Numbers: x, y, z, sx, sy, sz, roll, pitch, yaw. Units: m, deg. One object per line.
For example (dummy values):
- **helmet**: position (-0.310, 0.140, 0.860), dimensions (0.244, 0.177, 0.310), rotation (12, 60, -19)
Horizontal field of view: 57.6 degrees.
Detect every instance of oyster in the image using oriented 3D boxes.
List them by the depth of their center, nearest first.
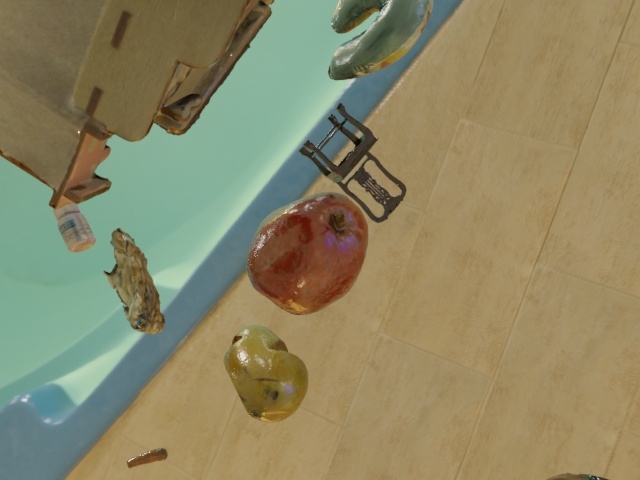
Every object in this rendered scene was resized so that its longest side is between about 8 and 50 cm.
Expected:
- **oyster**: position (-0.405, 0.088, 1.273), dimensions (0.083, 0.223, 0.214), rotation (-20, 71, -31)

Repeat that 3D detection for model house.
- **model house**: position (-0.111, -0.200, 0.442), dimensions (0.169, 0.244, 0.326), rotation (29, 108, -3)

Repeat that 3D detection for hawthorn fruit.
- **hawthorn fruit**: position (0.000, 0.000, 0.751), dimensions (0.203, 0.163, 0.162), rotation (-43, 69, 40)

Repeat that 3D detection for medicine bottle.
- **medicine bottle**: position (-0.457, -0.026, 1.078), dimensions (0.052, 0.052, 0.089), rotation (-31, 79, 11)

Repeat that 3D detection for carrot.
- **carrot**: position (-0.409, 0.515, 1.377), dimensions (0.093, 0.032, 0.032), rotation (-13, 77, -14)

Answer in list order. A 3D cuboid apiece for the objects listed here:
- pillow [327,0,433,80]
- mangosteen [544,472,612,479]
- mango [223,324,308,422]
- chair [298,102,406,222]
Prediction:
- **pillow**: position (0.097, -0.393, 1.008), dimensions (0.214, 0.086, 0.233), rotation (-19, 57, 33)
- **mangosteen**: position (0.530, 0.664, 1.210), dimensions (0.421, 0.381, 0.380), rotation (16, 87, 42)
- **mango**: position (-0.126, 0.283, 1.283), dimensions (0.167, 0.130, 0.262), rotation (-18, 38, -24)
- **chair**: position (0.078, -0.138, 1.111), dimensions (0.229, 0.113, 0.106), rotation (41, 85, -9)
